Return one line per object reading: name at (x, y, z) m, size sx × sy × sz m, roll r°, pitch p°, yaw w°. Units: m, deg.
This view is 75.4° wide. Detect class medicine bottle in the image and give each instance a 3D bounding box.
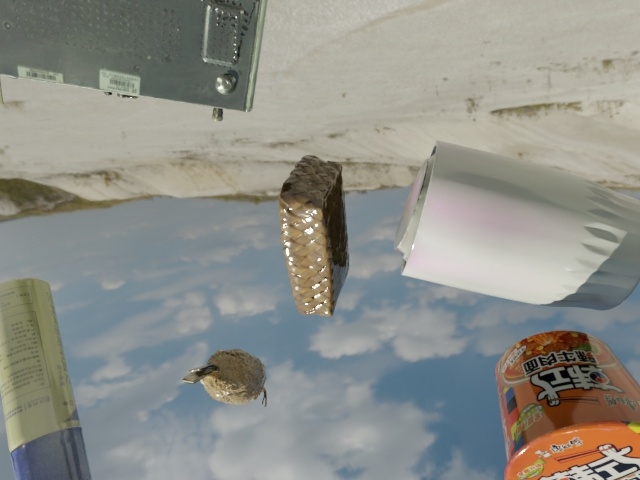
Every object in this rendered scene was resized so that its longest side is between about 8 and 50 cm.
medicine bottle at (-0.281, 0.149, 0.412) m, size 0.059 × 0.230 × 0.059 m, roll -23°, pitch 159°, yaw -10°

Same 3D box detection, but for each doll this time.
doll at (-0.177, 0.269, 0.830) m, size 0.115 × 0.221 × 0.105 m, roll 25°, pitch -108°, yaw 31°

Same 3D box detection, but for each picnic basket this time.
picnic basket at (0.000, 0.000, 0.497) m, size 0.055 × 0.193 × 0.110 m, roll 6°, pitch -139°, yaw 18°

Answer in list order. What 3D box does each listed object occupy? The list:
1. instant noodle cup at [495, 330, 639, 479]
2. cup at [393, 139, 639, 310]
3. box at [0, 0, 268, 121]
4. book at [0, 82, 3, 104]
instant noodle cup at (0.400, 0.278, 0.650) m, size 0.251 × 0.250 × 0.192 m, roll -8°, pitch -149°, yaw 14°
cup at (0.333, -0.022, 0.740) m, size 0.372 × 0.253 × 0.253 m, roll 14°, pitch -164°, yaw 9°
box at (-0.177, -0.214, 0.340) m, size 0.270 × 0.210 × 0.045 m, roll 3°, pitch -149°, yaw -22°
book at (-0.403, -0.288, 0.481) m, size 0.013 × 0.192 × 0.168 m, roll -16°, pitch 159°, yaw -41°
